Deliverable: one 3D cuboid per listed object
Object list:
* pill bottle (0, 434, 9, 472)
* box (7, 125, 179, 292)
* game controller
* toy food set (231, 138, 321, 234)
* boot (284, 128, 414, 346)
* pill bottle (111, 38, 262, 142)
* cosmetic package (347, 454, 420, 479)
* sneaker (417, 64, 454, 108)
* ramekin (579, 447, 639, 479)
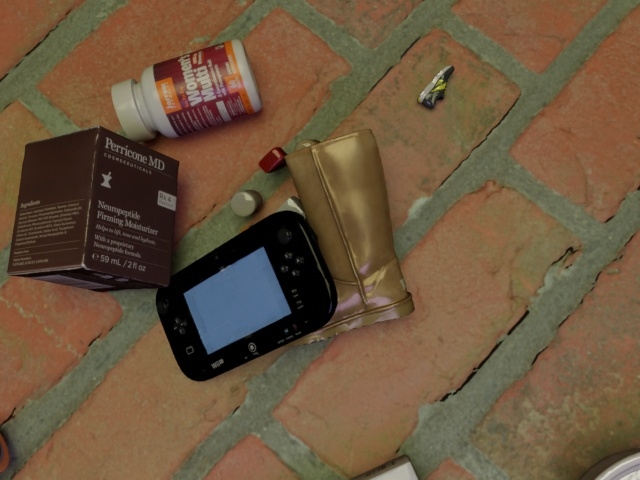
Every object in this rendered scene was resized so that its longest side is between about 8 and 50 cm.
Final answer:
[{"bbox_3d":[-0.583,0.362,0.942,0.245,0.130,0.131,-32,76,-3],"label":"pill bottle"},{"bbox_3d":[-0.333,-0.037,0.970,0.166,0.168,0.203,-6,75,31],"label":"box"},{"bbox_3d":[-0.114,0.087,0.928,0.319,0.067,0.167,-30,71,33],"label":"game controller"},{"bbox_3d":[-0.048,-0.087,1.035,0.111,0.104,0.232,45,102,0],"label":"toy food set"},{"bbox_3d":[0.000,0.000,0.949,0.236,0.089,0.270,-17,95,3],"label":"boot"},{"bbox_3d":[-0.215,-0.238,1.057,0.221,0.121,0.121,-18,75,1],"label":"pill bottle"},{"bbox_3d":[0.009,0.503,0.871,0.377,0.097,0.285,-25,78,-1],"label":"cosmetic package"},{"bbox_3d":[0.196,-0.252,1.072,0.035,0.031,0.083,42,87,0],"label":"sneaker"},{"bbox_3d":[0.444,0.398,0.822,0.277,0.135,0.278,-2,80,10],"label":"ramekin"}]
